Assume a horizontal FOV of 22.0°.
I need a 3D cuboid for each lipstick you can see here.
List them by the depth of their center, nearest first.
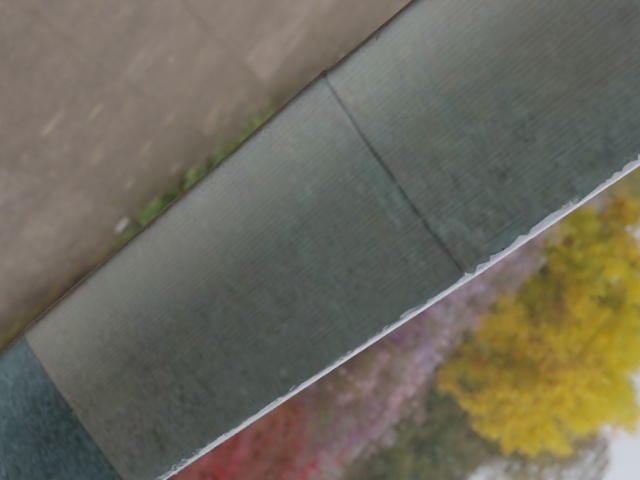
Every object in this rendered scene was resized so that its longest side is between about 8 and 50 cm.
[{"bbox_3d":[0.000,0.000,0.473,0.317,0.068,0.066,-37,177,42],"label":"lipstick"}]
